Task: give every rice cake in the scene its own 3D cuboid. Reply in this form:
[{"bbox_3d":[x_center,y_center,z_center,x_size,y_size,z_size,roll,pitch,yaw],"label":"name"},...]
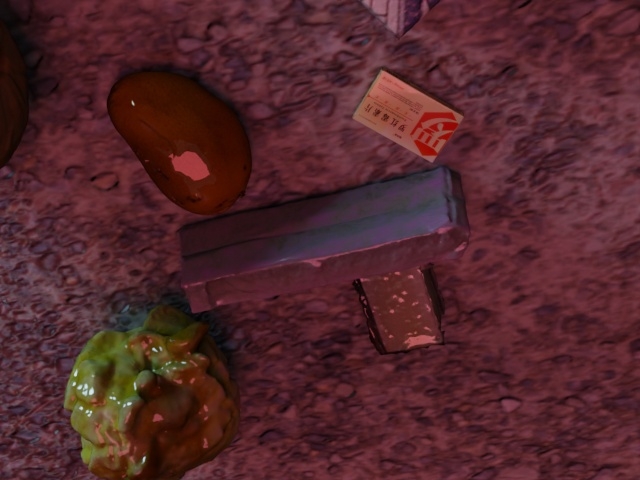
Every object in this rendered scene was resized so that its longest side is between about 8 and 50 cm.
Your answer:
[{"bbox_3d":[-0.001,0.001,0.930,0.297,0.106,0.050,-13,127,11],"label":"rice cake"}]

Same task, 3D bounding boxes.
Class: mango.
[{"bbox_3d":[-0.132,-0.097,0.898,0.105,0.084,0.159,-39,110,16],"label":"mango"}]

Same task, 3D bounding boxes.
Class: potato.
[{"bbox_3d":[0.084,0.052,0.978,0.086,0.061,0.122,-13,115,12],"label":"potato"}]

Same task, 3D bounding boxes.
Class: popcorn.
[{"bbox_3d":[-0.175,0.165,0.991,0.185,0.187,0.167,-30,69,-2],"label":"popcorn"}]

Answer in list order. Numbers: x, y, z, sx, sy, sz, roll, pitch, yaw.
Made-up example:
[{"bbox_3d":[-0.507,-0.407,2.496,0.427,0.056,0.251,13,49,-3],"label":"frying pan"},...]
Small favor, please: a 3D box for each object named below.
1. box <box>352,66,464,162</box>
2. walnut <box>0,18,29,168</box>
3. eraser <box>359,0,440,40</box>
[{"bbox_3d":[0.085,-0.121,0.907,0.093,0.015,0.058,28,119,-10],"label":"box"},{"bbox_3d":[-0.376,-0.132,0.828,0.227,0.228,0.228,2,119,3],"label":"walnut"},{"bbox_3d":[0.099,-0.288,0.785,0.124,0.068,0.210,42,113,-17],"label":"eraser"}]
